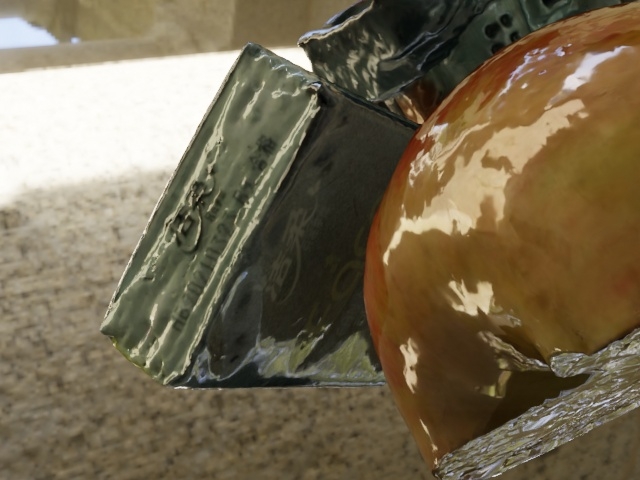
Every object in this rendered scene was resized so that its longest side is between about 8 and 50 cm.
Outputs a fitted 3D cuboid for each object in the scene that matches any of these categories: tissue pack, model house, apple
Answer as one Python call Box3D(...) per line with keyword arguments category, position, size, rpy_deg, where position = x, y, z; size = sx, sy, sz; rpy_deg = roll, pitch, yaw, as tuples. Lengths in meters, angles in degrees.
Box3D(category="tissue pack", position=(0.000, 0.000, 0.701), size=(0.081, 0.257, 0.185), rpy_deg=(32, -80, 29))
Box3D(category="model house", position=(0.169, -0.123, 0.933), size=(0.291, 0.253, 0.184), rpy_deg=(59, -24, -13))
Box3D(category="apple", position=(0.144, -0.017, 0.541), size=(0.163, 0.251, 0.293), rpy_deg=(64, -28, 18))
